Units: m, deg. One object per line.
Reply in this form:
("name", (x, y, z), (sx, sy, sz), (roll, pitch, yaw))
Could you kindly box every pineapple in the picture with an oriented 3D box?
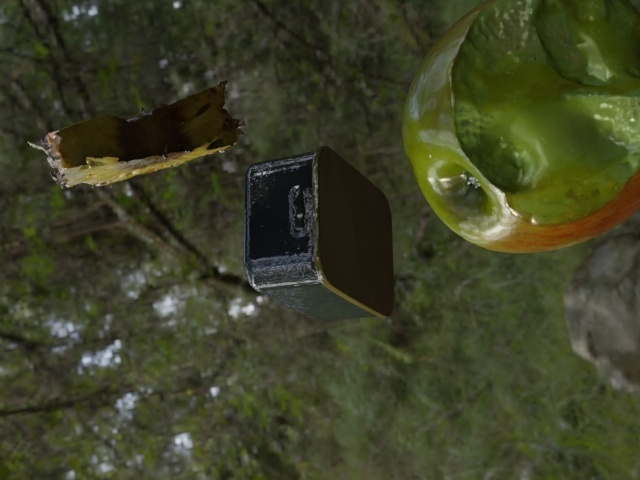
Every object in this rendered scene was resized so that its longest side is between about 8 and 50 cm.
("pineapple", (-0.213, -0.111, 1.229), (0.135, 0.233, 0.079), (-24, 82, 59))

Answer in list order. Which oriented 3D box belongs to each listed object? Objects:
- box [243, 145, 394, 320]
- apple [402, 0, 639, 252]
("box", (0.000, 0.000, 1.129), (0.201, 0.090, 0.144), (30, -124, -61))
("apple", (0.197, -0.107, 1.009), (0.246, 0.226, 0.246), (45, 151, 34))
